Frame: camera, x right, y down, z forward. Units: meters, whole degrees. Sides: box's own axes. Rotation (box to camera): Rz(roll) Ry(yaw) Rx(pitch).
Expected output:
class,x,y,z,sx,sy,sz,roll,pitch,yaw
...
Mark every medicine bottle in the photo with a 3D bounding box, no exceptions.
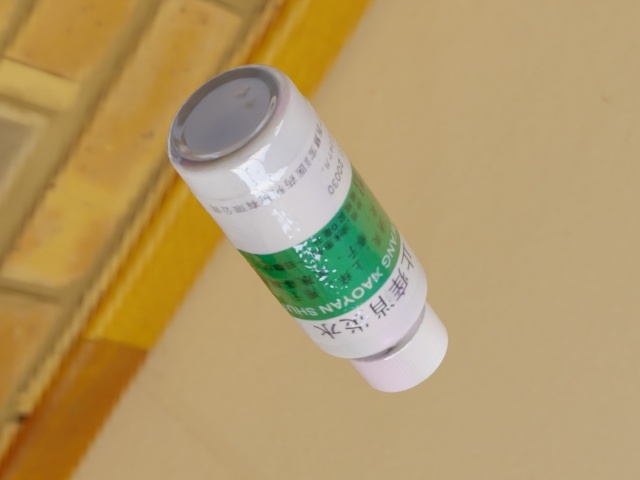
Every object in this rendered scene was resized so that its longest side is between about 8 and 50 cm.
class,x,y,z,sx,sy,sz,roll,pitch,yaw
medicine bottle,0.000,0.000,1.291,0.095,0.260,0.095,-18,-134,20
